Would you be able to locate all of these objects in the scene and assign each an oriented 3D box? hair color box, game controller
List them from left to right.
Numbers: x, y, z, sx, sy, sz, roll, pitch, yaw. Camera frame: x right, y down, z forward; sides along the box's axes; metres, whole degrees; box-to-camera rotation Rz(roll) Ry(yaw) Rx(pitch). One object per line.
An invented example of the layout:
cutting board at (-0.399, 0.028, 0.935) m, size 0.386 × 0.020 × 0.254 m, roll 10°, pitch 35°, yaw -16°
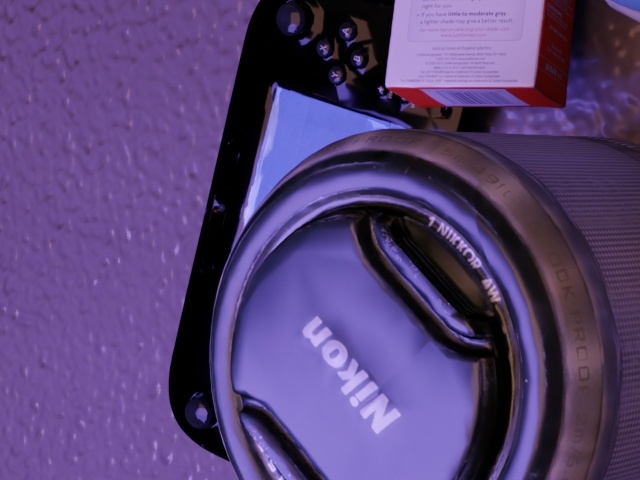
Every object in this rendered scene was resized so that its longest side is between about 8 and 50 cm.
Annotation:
game controller at (0.000, 0.000, 1.064) m, size 0.166 × 0.067 × 0.319 m, roll 23°, pitch 106°, yaw 36°
hair color box at (0.097, -0.161, 0.959) m, size 0.093 × 0.053 × 0.167 m, roll 3°, pitch 82°, yaw 29°

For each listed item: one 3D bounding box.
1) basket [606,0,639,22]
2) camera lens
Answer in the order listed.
basket at (0.214, -0.236, 0.795) m, size 0.254 × 0.201 × 0.289 m, roll 32°, pitch 121°, yaw 35°
camera lens at (0.097, 0.056, 0.853) m, size 0.219 × 0.274 × 0.219 m, roll 1°, pitch 92°, yaw 39°
